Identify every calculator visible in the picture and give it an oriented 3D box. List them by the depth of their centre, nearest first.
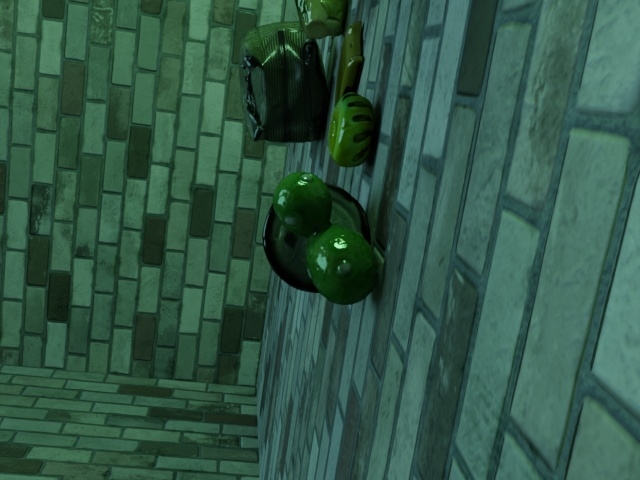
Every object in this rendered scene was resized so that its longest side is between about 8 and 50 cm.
[{"bbox_3d":[0.053,-0.343,1.578,0.236,0.033,0.157,104,169,-55],"label":"calculator"}]

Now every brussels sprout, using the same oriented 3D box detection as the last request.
[{"bbox_3d":[0.000,-0.579,1.812,0.183,0.131,0.145,-87,2,-62],"label":"brussels sprout"}]

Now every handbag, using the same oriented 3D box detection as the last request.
[{"bbox_3d":[-0.104,-0.417,2.016,0.240,0.247,0.340,-94,1,-67],"label":"handbag"}]

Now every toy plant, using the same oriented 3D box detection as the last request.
[{"bbox_3d":[0.000,0.000,1.154,0.218,0.175,0.235,58,175,1],"label":"toy plant"}]

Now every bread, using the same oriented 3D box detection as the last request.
[{"bbox_3d":[0.055,-0.188,1.272,0.139,0.071,0.130,180,93,-81],"label":"bread"}]
